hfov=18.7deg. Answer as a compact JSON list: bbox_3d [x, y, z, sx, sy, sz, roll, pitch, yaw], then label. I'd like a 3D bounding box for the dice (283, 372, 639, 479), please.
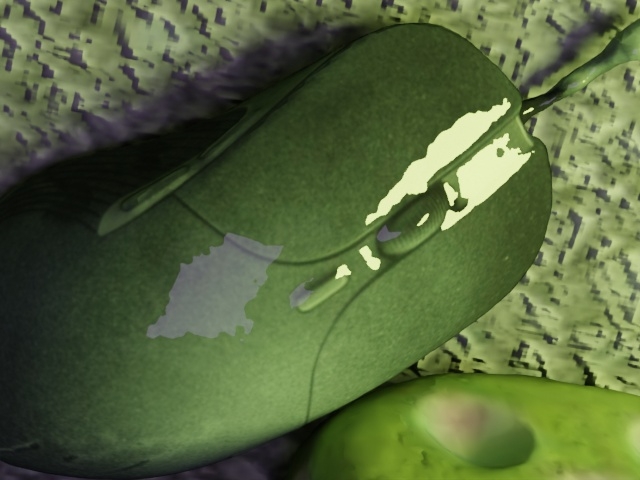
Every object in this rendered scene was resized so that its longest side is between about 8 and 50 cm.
[{"bbox_3d":[0.101,0.224,0.908,0.250,0.254,0.252,7,116,-13],"label":"dice"}]

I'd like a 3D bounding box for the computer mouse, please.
[{"bbox_3d":[0.000,0.000,0.881,0.379,0.090,0.167,-31,118,2],"label":"computer mouse"}]
